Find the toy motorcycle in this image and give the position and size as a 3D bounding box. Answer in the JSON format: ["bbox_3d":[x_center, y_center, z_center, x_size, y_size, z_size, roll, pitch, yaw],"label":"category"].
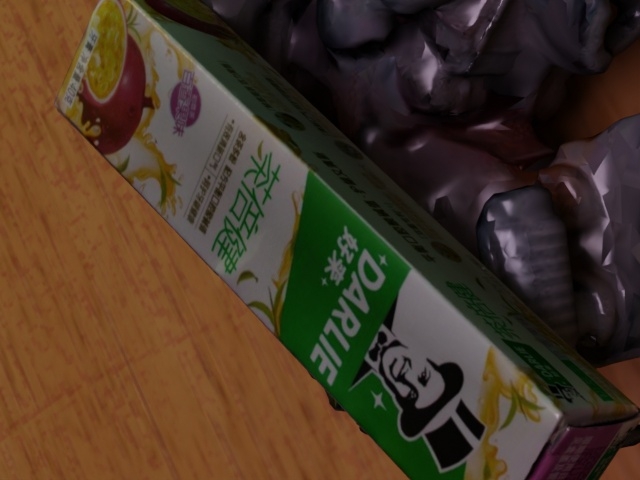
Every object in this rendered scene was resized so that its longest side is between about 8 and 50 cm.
[{"bbox_3d":[0.063,-0.030,0.517,0.207,0.134,0.401,-19,80,42],"label":"toy motorcycle"}]

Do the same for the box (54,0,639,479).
[{"bbox_3d":[0.000,0.000,0.458,0.207,0.041,0.050,45,120,33],"label":"box"}]
